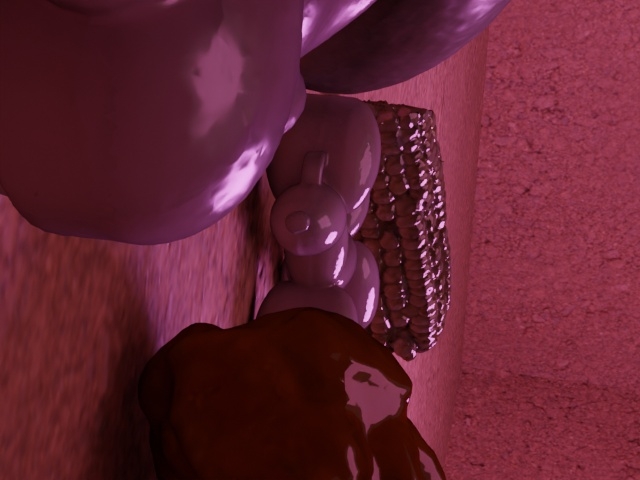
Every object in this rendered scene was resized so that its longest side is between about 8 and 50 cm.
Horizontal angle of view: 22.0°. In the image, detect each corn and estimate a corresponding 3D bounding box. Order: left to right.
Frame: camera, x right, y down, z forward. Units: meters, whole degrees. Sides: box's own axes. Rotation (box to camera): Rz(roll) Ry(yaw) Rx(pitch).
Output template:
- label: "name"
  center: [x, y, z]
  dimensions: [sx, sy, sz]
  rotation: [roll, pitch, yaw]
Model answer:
- label: "corn"
  center: [0.045, -0.017, 1.103]
  dimensions: [0.087, 0.087, 0.211]
  rotation: [-72, 163, -54]

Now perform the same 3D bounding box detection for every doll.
- label: "doll"
  center: [-0.031, -0.089, 0.437]
  dimensions: [0.365, 0.094, 0.160]
  rotation: [-44, 143, -78]
- label: "doll"
  center: [0.000, 0.000, 0.860]
  dimensions: [0.161, 0.059, 0.160]
  rotation: [-63, 158, -67]

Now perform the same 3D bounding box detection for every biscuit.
- label: "biscuit"
  center: [0.036, 0.197, 0.637]
  dimensions: [0.318, 0.110, 0.312]
  rotation: [82, -16, -51]

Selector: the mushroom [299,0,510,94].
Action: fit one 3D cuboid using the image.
- label: "mushroom"
  center: [0.043, -0.140, 0.675]
  dimensions: [0.350, 0.128, 0.128]
  rotation: [163, -64, -74]
